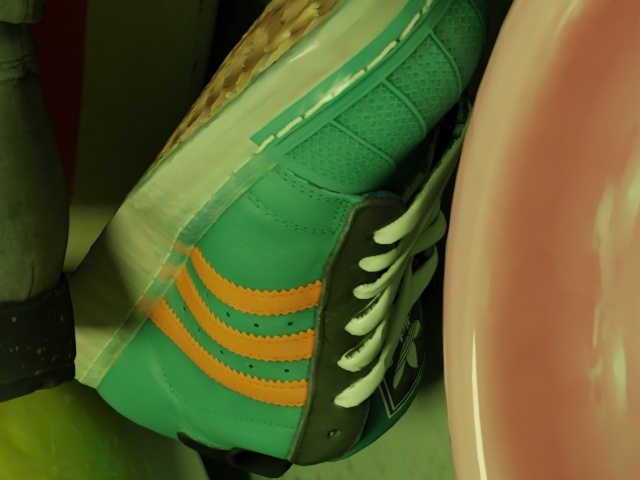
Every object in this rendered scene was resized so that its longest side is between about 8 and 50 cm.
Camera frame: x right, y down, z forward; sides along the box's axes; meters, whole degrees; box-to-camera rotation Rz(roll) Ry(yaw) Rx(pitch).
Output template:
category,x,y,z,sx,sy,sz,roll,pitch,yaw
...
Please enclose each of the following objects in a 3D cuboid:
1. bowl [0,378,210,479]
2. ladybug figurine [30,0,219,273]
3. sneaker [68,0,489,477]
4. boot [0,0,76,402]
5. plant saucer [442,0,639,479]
category,x,y,z,sx,sy,sz,roll,pitch,yaw
bowl,-0.130,0.131,0.795,0.289,0.156,0.289,54,155,40
ladybug figurine,-0.164,-0.189,0.782,0.305,0.162,0.449,6,103,56
sneaker,0.000,0.000,0.620,0.121,0.108,0.302,36,152,-5
boot,-0.204,-0.084,0.663,0.338,0.118,0.223,11,107,32
plant saucer,0.157,0.050,0.422,0.332,0.084,0.332,22,117,53
